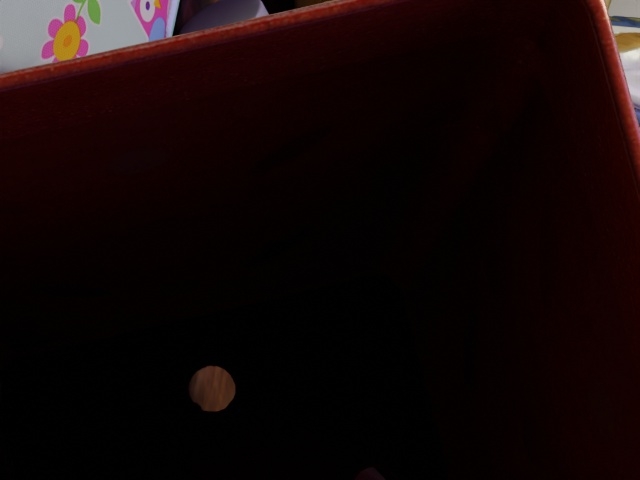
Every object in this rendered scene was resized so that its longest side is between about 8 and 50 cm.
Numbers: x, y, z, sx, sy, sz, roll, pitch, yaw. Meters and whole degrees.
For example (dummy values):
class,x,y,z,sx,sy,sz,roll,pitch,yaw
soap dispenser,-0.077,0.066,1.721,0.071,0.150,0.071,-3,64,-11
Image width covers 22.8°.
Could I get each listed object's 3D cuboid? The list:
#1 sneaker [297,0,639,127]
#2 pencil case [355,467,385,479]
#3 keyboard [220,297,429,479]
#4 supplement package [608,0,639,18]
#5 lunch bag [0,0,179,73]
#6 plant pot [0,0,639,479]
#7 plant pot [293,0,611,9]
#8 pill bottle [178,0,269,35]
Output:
class,x,y,z,sx,sy,sz,roll,pitch,yaw
sneaker,0.106,-0.057,0.855,0.112,0.296,0.131,40,-57,59
pencil case,0.062,0.122,0.885,0.167,0.160,0.386,-67,168,21
keyboard,0.000,0.000,0.751,0.317,0.033,0.201,47,24,6
supplement package,0.193,-0.109,1.240,0.262,0.204,0.145,-51,127,-62
lunch bag,-0.151,-0.148,0.544,0.279,0.107,0.224,21,77,-61
plant pot,-0.026,0.095,0.529,0.236,0.267,0.267,100,-23,-79
plant pot,0.083,-0.177,0.993,0.254,0.254,0.239,-2,97,-67
pill bottle,-0.031,-0.071,0.870,0.067,0.067,0.120,-74,145,-48
